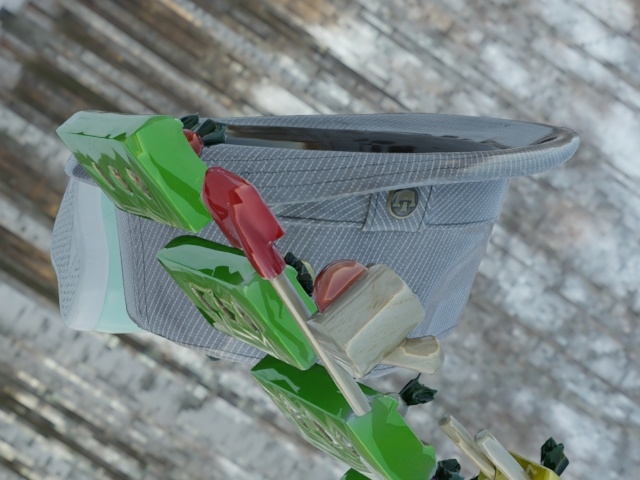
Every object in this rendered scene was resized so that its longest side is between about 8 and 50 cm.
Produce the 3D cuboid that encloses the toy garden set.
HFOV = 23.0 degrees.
[{"bbox_3d":[0.017,0.042,0.593,0.049,0.244,0.204,-42,-161,-13],"label":"toy garden set"}]

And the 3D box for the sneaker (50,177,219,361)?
[{"bbox_3d":[-0.126,0.004,1.226,0.256,0.151,0.094,-108,-145,-58],"label":"sneaker"}]

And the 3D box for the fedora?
[{"bbox_3d":[0.000,0.000,0.836,0.244,0.275,0.124,12,-77,47],"label":"fedora"}]
